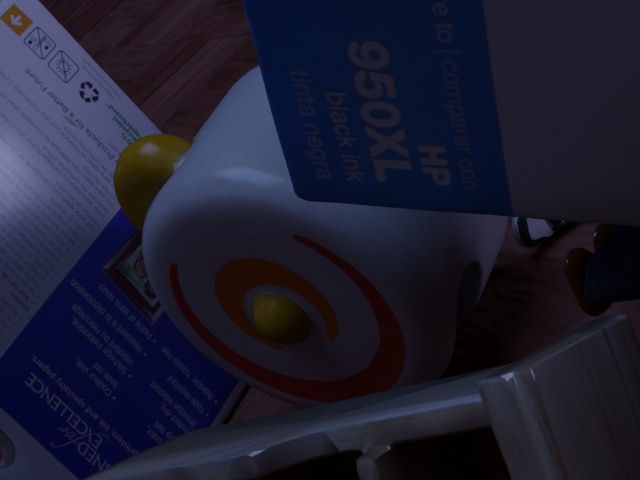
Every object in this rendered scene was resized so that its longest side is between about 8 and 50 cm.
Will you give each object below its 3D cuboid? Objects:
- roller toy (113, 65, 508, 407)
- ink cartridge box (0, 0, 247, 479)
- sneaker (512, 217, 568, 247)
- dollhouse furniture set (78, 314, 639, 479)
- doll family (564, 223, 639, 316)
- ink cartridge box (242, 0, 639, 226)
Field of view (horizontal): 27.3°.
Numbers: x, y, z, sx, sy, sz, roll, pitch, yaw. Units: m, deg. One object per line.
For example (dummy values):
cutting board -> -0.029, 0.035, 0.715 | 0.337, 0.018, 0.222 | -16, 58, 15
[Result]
roller toy -> 0.000, 0.000, 0.764 | 0.191, 0.209, 0.146 | -13, 35, 40
ink cartridge box -> -0.184, 0.036, 0.857 | 0.072, 0.304, 0.307 | -21, 28, 47
sneaker -> 0.151, -0.028, 0.793 | 0.083, 0.032, 0.037 | -45, 22, -11
dollhouse furniture set -> -0.086, 0.179, 0.375 | 0.394, 0.362, 0.256 | -19, -1, -45
doll family -> 0.197, -0.020, 0.580 | 0.163, 0.118, 0.263 | -15, 33, 48
ink cartridge box -> 0.200, -0.145, 0.492 | 0.394, 0.166, 0.285 | 6, 43, 22
